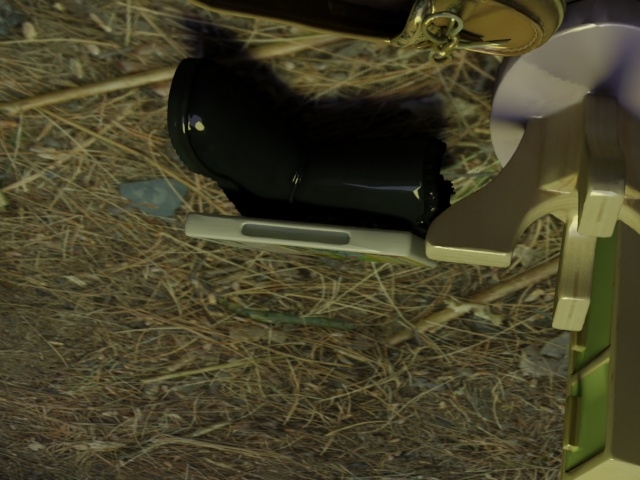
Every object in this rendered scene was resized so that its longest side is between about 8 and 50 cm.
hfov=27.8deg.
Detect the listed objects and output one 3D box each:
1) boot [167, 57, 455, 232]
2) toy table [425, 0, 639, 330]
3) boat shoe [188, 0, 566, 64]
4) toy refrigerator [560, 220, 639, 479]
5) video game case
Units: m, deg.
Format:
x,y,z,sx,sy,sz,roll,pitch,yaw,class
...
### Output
x,y,z,sx,sy,sz,roll,pitch,yaw,class
0.001,-0.080,1.124,0.207,0.094,0.246,3,158,19,boot
0.218,-0.048,1.053,0.252,0.161,0.274,0,152,17,toy table
0.038,-0.176,0.942,0.285,0.089,0.104,12,152,-6,boat shoe
0.282,0.095,1.181,0.094,0.269,0.102,15,152,-10,toy refrigerator
0.000,0.000,1.250,0.206,0.026,0.227,6,177,12,video game case
